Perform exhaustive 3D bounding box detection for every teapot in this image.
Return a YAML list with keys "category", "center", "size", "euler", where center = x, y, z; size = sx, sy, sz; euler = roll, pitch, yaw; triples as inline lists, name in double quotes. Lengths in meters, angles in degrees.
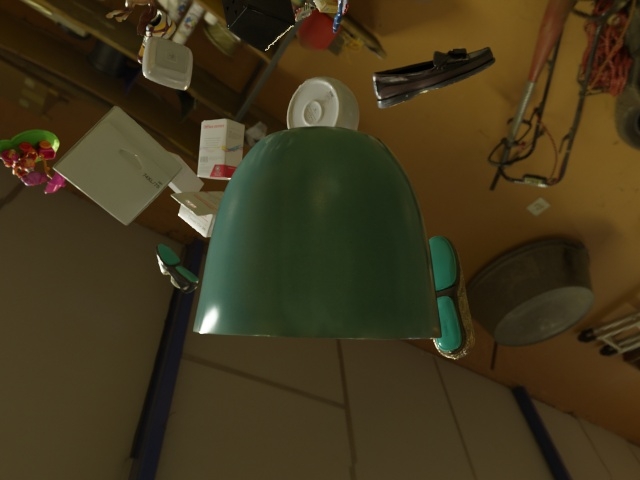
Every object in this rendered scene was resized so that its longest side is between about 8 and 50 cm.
- category: "teapot"
  center: [0.029, -0.391, 1.348]
  size: [0.253, 0.255, 0.187]
  euler: [16, -170, 36]

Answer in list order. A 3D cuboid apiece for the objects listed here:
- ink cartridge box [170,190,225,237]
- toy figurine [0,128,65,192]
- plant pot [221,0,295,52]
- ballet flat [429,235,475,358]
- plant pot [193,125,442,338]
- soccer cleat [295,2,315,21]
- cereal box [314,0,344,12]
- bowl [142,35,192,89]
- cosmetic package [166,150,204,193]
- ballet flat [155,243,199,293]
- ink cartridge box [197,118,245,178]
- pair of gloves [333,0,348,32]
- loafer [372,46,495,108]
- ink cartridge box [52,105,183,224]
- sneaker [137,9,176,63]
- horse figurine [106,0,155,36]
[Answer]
- category: "ink cartridge box"
  center: [-0.263, -0.068, 1.039]
  size: [0.115, 0.067, 0.198]
  euler: [34, -156, 27]
- category: "toy figurine"
  center: [-0.785, -0.202, 1.162]
  size: [0.173, 0.130, 0.159]
  euler: [-21, -109, -45]
- category: "plant pot"
  center: [-0.220, -0.771, 1.398]
  size: [0.167, 0.188, 0.187]
  euler: [-7, -98, -42]
- category: "ballet flat"
  center: [0.207, 0.092, 0.685]
  size: [0.067, 0.073, 0.206]
  euler: [35, -131, -44]
- category: "plant pot"
  center: [0.000, 0.000, 0.534]
  size: [0.293, 0.293, 0.234]
  euler: [11, -104, -43]
- category: "soccer cleat"
  center: [-0.046, -0.685, 1.265]
  size: [0.036, 0.029, 0.083]
  euler: [28, -117, 10]
- category: "cereal box"
  center: [-0.004, -1.009, 1.640]
  size: [0.173, 0.047, 0.240]
  euler: [-38, -80, -49]
- category: "bowl"
  center: [-0.448, -0.533, 1.252]
  size: [0.142, 0.053, 0.141]
  euler: [9, -104, -31]
- category: "cosmetic package"
  center: [-0.654, -0.294, 1.953]
  size: [0.086, 0.117, 0.231]
  euler: [23, 161, 25]
- category: "ballet flat"
  center: [-0.469, 0.096, 1.343]
  size: [0.203, 0.074, 0.074]
  euler: [40, -152, 20]
- category: "ink cartridge box"
  center: [-0.539, -0.486, 2.284]
  size: [0.226, 0.305, 0.131]
  euler: [9, -176, 36]
- category: "pair of gloves"
  center: [0.076, -0.839, 1.473]
  size: [0.023, 0.198, 0.159]
  euler: [7, -102, -11]
- category: "loafer"
  center: [0.276, -0.429, 1.063]
  size: [0.095, 0.303, 0.109]
  euler: [65, -157, -22]
- category: "ink cartridge box"
  center: [-0.505, -0.187, 1.060]
  size: [0.198, 0.197, 0.270]
  euler: [46, 168, -26]
- category: "sneaker"
  center: [-0.578, -0.694, 1.432]
  size: [0.070, 0.185, 0.084]
  euler: [36, -178, 20]
- category: "horse figurine"
  center: [-0.533, -0.677, 1.119]
  size: [0.263, 0.175, 0.066]
  euler: [39, -150, -60]
